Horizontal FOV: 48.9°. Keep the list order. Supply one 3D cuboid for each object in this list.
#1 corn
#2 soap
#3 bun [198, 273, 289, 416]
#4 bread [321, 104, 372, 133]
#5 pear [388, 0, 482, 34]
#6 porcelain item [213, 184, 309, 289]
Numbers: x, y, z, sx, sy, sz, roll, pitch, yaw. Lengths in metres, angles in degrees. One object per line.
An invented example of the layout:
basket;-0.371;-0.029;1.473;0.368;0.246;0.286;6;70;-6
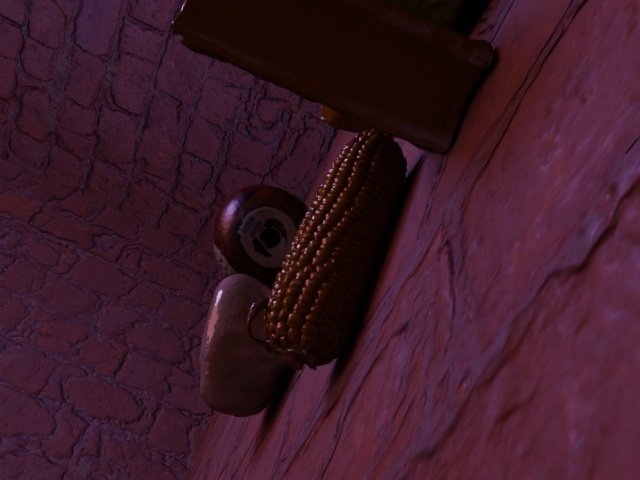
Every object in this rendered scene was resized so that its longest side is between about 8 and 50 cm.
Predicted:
corn;0.019;0.003;0.766;0.293;0.106;0.106;-66;4;-28
soap;0.017;-0.211;0.738;0.259;0.281;0.143;-77;10;-75
bun;-0.106;0.169;1.113;0.231;0.133;0.231;2;-90;-83
bread;0.091;-0.289;1.185;0.240;0.139;0.240;-156;90;-85
pear;0.105;-0.393;0.887;0.238;0.255;0.164;-62;1;-30
porcelain item;-0.134;-0.006;1.619;0.253;0.252;0.253;-156;90;-86
